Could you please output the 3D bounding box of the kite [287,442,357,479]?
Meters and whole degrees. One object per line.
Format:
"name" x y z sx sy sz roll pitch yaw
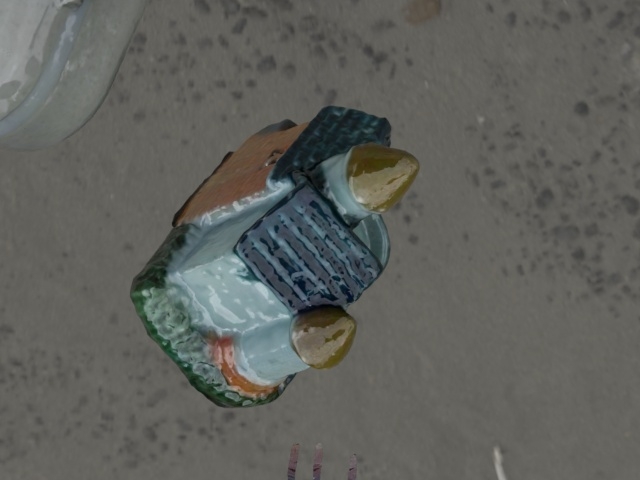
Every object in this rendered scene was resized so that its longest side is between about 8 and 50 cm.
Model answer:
"kite" -0.003 0.310 1.162 0.127 0.016 0.229 9 84 -4

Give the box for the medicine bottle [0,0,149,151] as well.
"medicine bottle" -0.183 -0.248 0.726 0.123 0.282 0.375 21 89 -57

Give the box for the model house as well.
"model house" 0.000 0.000 1.066 0.184 0.253 0.291 47 144 -14
